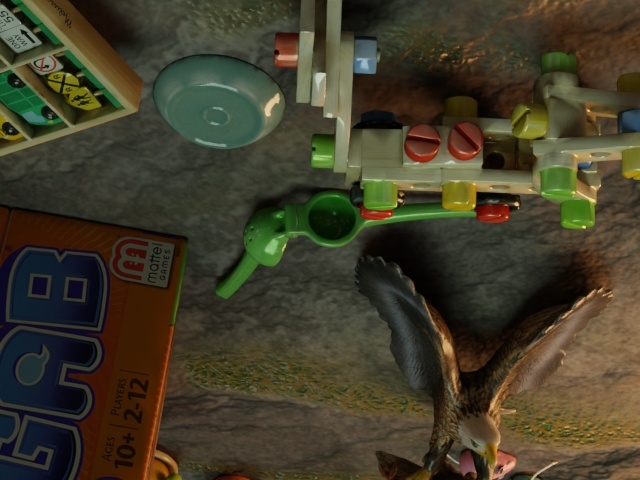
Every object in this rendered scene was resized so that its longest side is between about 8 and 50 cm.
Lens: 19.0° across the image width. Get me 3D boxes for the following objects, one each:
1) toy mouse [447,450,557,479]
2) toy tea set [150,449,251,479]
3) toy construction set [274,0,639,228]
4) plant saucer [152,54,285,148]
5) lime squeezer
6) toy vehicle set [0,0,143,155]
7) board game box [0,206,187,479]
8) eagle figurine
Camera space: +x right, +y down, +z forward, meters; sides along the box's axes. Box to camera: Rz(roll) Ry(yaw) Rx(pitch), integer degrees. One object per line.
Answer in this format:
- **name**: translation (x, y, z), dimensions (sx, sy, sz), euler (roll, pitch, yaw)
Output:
- **toy mouse**: translation (0.201, 0.274, 2.158), dimensions (0.143, 0.031, 0.161), euler (-13, 139, 25)
- **toy tea set**: translation (-0.231, 0.344, 2.250), dimensions (0.336, 0.124, 0.200), euler (-17, 137, 30)
- **toy construction set**: translation (0.112, -0.092, 1.589), dimensions (0.328, 0.151, 0.215), euler (16, 168, 2)
- **plant saucer**: translation (-0.091, -0.117, 1.700), dimensions (0.119, 0.021, 0.119), euler (5, 144, 4)
- **lime squeezer**: translation (0.000, 0.000, 1.810), dimensions (0.310, 0.058, 0.110), euler (-19, 136, 30)
- **toy vehicle set**: translation (-0.290, -0.177, 1.576), dimensions (0.166, 0.035, 0.267), euler (-16, 137, 29)
- **board game box**: translation (-0.345, 0.210, 1.898), dimensions (0.356, 0.356, 0.356), euler (10, 143, -3)
- **eagle figurine**: translation (0.150, 0.138, 1.898), dimensions (0.226, 0.225, 0.298), euler (-16, 122, -38)
